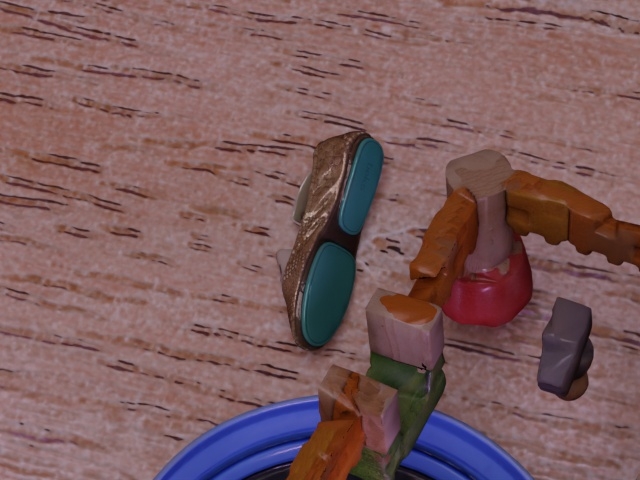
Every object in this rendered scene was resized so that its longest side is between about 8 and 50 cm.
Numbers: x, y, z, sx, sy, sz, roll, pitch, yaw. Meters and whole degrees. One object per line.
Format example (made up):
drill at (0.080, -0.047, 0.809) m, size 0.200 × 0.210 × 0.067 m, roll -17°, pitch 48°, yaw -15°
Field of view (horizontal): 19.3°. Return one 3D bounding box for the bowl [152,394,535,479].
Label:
bowl at (0.019, 0.314, 1.499) m, size 0.391 × 0.077 × 0.391 m, roll 1°, pitch 61°, yaw -3°

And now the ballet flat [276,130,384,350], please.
ballet flat at (0.000, 0.000, 1.668) m, size 0.067 × 0.073 × 0.206 m, roll 3°, pitch 66°, yaw 38°

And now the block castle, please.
block castle at (0.151, 0.175, 1.425) m, size 0.303 × 0.213 × 0.453 m, roll 18°, pitch 55°, yaw 19°
